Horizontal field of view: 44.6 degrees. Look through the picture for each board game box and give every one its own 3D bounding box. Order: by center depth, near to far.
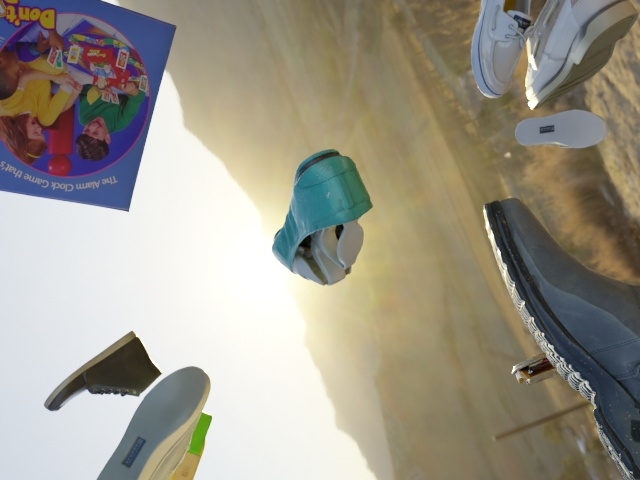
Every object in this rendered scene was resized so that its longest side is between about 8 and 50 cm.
[{"bbox_3d":[-0.353,-0.175,0.851,0.078,0.347,0.233,26,102,49],"label":"board game box"}]

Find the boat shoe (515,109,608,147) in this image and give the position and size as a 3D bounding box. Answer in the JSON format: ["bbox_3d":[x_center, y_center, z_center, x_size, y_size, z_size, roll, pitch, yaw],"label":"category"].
[{"bbox_3d":[0.515,-0.233,1.635,0.219,0.070,0.077,11,102,54],"label":"boat shoe"}]

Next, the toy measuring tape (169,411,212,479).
[{"bbox_3d":[-0.302,0.442,1.475,0.121,0.121,0.330,71,-144,-68],"label":"toy measuring tape"}]

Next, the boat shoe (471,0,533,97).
[{"bbox_3d":[0.135,-0.153,0.561,0.035,0.035,0.100,-1,77,59],"label":"boat shoe"}]

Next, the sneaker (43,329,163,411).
[{"bbox_3d":[-0.428,0.290,1.545,0.118,0.222,0.083,52,166,-1],"label":"sneaker"}]

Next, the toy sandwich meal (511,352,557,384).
[{"bbox_3d":[0.311,0.182,1.110,0.085,0.085,0.029,71,177,-70],"label":"toy sandwich meal"}]

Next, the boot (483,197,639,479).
[{"bbox_3d":[0.227,0.046,0.513,0.246,0.161,0.083,62,-174,25],"label":"boot"}]

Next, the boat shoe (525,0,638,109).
[{"bbox_3d":[0.358,-0.290,1.131,0.103,0.113,0.302,60,171,10],"label":"boat shoe"}]

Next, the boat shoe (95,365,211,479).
[{"bbox_3d":[-0.221,0.278,1.064,0.079,0.227,0.081,25,161,28],"label":"boat shoe"}]

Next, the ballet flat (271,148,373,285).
[{"bbox_3d":[0.000,0.000,0.797,0.247,0.083,0.087,109,138,-67],"label":"ballet flat"}]
